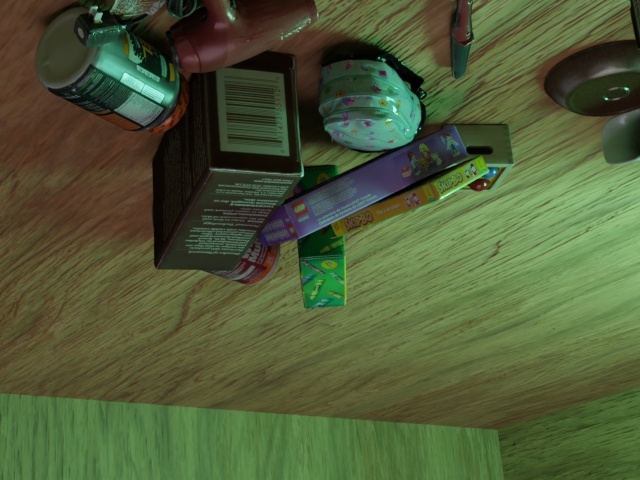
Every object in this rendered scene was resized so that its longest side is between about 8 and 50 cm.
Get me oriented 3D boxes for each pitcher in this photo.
[{"bbox_3d":[0.569,-0.159,1.801,0.207,0.125,0.178,8,161,-25],"label":"pitcher"}]

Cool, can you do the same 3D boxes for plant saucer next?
[{"bbox_3d":[0.431,-0.229,1.719,0.199,0.036,0.198,-4,159,-2],"label":"plant saucer"}]

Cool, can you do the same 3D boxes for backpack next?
[{"bbox_3d":[0.067,-0.188,1.633,0.152,0.115,0.182,-12,162,14],"label":"backpack"}]

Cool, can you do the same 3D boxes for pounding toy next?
[{"bbox_3d":[0.224,-0.114,1.887,0.141,0.100,0.130,-1,159,-10],"label":"pounding toy"}]

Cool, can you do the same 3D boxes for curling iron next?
[{"bbox_3d":[0.200,-0.278,1.539,0.068,0.035,0.274,-3,159,-4],"label":"curling iron"}]

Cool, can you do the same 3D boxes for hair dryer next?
[{"bbox_3d":[-0.122,-0.271,1.383,0.294,0.080,0.224,-5,163,-42],"label":"hair dryer"}]

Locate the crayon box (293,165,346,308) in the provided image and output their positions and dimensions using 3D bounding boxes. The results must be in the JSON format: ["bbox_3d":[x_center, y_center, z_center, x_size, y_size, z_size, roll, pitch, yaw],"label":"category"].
[{"bbox_3d":[0.000,0.000,2.055,0.081,0.165,0.278,-4,159,0],"label":"crayon box"}]

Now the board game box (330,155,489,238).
[{"bbox_3d":[0.125,-0.063,1.784,0.124,0.039,0.259,-29,-177,-40],"label":"board game box"}]

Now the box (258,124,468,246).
[{"bbox_3d":[0.054,-0.080,1.764,0.293,0.057,0.201,-26,-176,-17],"label":"box"}]

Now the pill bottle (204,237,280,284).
[{"bbox_3d":[-0.182,0.000,2.080,0.121,0.121,0.221,-18,156,32],"label":"pill bottle"}]

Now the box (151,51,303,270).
[{"bbox_3d":[-0.147,-0.104,1.712,0.143,0.191,0.381,3,158,-20],"label":"box"}]

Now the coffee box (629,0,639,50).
[{"bbox_3d":[0.512,-0.316,1.413,0.141,0.098,0.246,7,156,-28],"label":"coffee box"}]

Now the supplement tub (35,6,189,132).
[{"bbox_3d":[-0.262,-0.212,1.504,0.117,0.116,0.190,-16,157,28],"label":"supplement tub"}]
